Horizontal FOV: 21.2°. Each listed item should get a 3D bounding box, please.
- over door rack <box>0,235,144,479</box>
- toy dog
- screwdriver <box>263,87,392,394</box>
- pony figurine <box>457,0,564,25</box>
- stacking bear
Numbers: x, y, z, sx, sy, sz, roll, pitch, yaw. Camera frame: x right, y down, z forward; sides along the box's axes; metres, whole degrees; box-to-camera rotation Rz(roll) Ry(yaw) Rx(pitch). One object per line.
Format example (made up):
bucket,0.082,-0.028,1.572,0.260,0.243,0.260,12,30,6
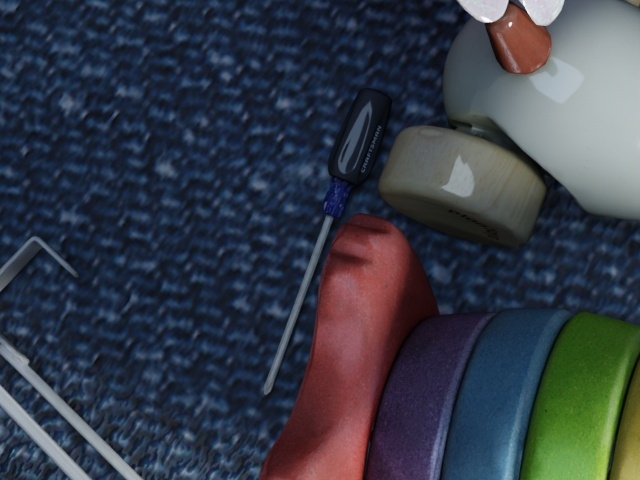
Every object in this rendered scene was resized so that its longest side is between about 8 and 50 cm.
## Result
over door rack,-0.107,0.130,0.778,0.108,0.239,0.324,-34,78,-4
toy dog,0.189,-0.054,0.801,0.333,0.161,0.220,0,81,9
screwdriver,0.000,0.000,0.890,0.024,0.025,0.170,20,84,11
pony figurine,0.057,-0.296,0.791,0.351,0.302,0.363,38,126,24
stacking bear,0.141,0.110,0.748,0.289,0.164,0.175,9,66,20
